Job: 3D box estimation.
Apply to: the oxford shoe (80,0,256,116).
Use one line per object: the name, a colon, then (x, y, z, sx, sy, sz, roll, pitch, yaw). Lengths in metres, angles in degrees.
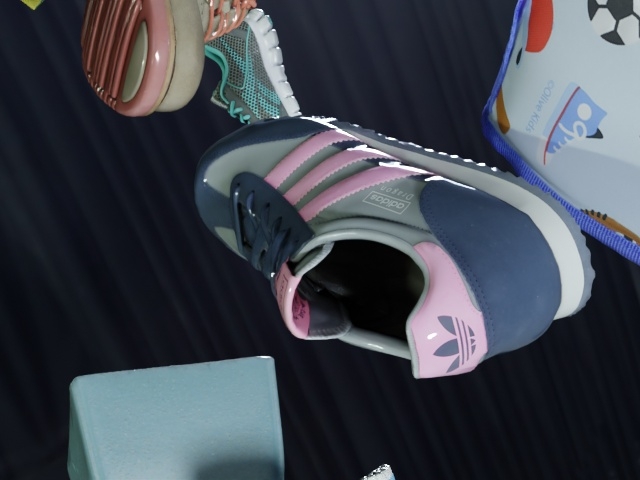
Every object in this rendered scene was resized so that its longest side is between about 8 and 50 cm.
oxford shoe: (-0.100, -0.189, 0.996, 0.130, 0.123, 0.348, 13, 32, -19)

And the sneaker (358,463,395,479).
sneaker: (0.044, 0.331, 1.645, 0.063, 0.073, 0.162, -24, -16, -43)

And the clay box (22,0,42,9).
clay box: (-0.296, -0.300, 1.346, 0.053, 0.127, 0.222, -47, 13, 22)

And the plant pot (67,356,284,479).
plant pot: (-0.164, 0.318, 1.672, 0.248, 0.247, 0.252, -5, 54, -15)

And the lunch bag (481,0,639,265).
lunch bag: (0.310, -0.122, 0.799, 0.385, 0.328, 0.239, 25, 40, 11)

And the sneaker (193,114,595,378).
sneaker: (0.000, 0.000, 0.835, 0.131, 0.112, 0.319, -29, 27, -34)

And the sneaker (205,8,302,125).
sneaker: (-0.065, -0.132, 1.313, 0.076, 0.166, 0.065, -17, -9, -12)
